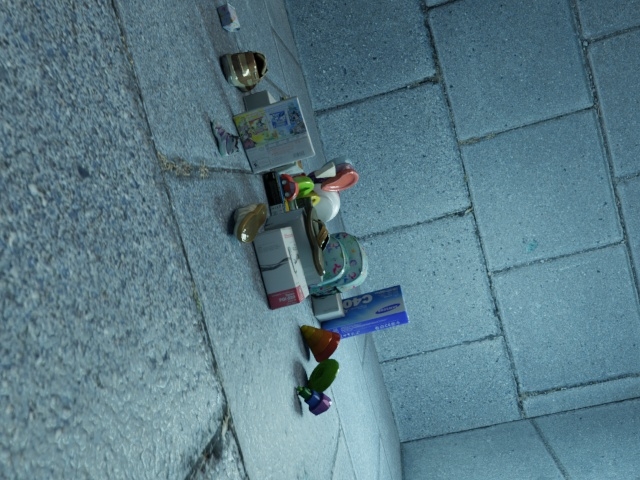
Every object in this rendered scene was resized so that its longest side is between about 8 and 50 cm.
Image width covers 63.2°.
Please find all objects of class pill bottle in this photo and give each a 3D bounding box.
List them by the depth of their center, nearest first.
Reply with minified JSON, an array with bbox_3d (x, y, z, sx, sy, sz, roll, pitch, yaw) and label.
[{"bbox_3d":[-0.001,-0.196,2.363,0.323,0.182,0.181,-87,160,-65],"label":"pill bottle"}]

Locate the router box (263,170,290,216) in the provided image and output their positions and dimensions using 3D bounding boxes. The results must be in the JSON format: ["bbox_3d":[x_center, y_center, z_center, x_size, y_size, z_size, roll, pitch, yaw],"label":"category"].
[{"bbox_3d":[-0.144,-0.137,1.791,0.133,0.046,0.178,33,44,-79],"label":"router box"}]

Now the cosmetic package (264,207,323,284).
[{"bbox_3d":[-0.080,0.027,1.668,0.107,0.127,0.237,-79,155,-67],"label":"cosmetic package"}]

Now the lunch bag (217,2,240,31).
[{"bbox_3d":[-0.304,-0.744,1.748,0.083,0.053,0.071,-27,100,-72],"label":"lunch bag"}]

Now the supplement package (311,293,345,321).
[{"bbox_3d":[0.023,0.221,2.085,0.105,0.105,0.179,59,18,-64],"label":"supplement package"}]

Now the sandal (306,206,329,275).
[{"bbox_3d":[0.000,0.000,1.612,0.090,0.060,0.219,46,33,-69],"label":"sandal"}]

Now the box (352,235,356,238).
[{"bbox_3d":[0.079,0.103,2.282,0.203,0.169,0.166,97,-17,-63],"label":"box"}]

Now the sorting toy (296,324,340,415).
[{"bbox_3d":[-0.025,0.380,1.632,0.126,0.127,0.365,42,22,-16],"label":"sorting toy"}]

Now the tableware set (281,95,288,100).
[{"bbox_3d":[-0.172,-0.664,2.591,0.154,0.024,0.103,-62,141,-79],"label":"tableware set"}]

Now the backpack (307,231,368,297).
[{"bbox_3d":[0.046,0.084,1.957,0.191,0.254,0.225,54,24,-69],"label":"backpack"}]

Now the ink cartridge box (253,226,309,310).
[{"bbox_3d":[-0.112,0.074,1.498,0.158,0.092,0.217,-25,99,-82],"label":"ink cartridge box"}]

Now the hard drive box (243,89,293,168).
[{"bbox_3d":[-0.179,-0.384,1.830,0.181,0.089,0.232,13,64,-81],"label":"hard drive box"}]

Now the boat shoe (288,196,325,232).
[{"bbox_3d":[-0.035,-0.036,2.079,0.335,0.119,0.121,69,11,-46],"label":"boat shoe"}]

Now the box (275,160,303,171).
[{"bbox_3d":[-0.139,-0.350,2.033,0.130,0.091,0.170,14,63,-80],"label":"box"}]

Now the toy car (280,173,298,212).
[{"bbox_3d":[-0.076,-0.096,1.829,0.225,0.053,0.238,65,14,-59],"label":"toy car"}]

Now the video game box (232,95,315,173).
[{"bbox_3d":[-0.140,-0.324,1.599,0.048,0.205,0.187,-96,170,-63],"label":"video game box"}]

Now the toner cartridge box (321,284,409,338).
[{"bbox_3d":[0.177,0.299,2.135,0.165,0.348,0.075,-93,164,-56],"label":"toner cartridge box"}]

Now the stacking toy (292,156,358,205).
[{"bbox_3d":[-0.026,-0.255,2.031,0.279,0.309,0.130,24,44,-66],"label":"stacking toy"}]

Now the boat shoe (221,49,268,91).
[{"bbox_3d":[-0.227,-0.562,1.717,0.324,0.117,0.123,-78,152,-72],"label":"boat shoe"}]

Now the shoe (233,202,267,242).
[{"bbox_3d":[-0.191,-0.047,1.339,0.219,0.058,0.076,-64,159,-71],"label":"shoe"}]

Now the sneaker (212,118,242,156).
[{"bbox_3d":[-0.235,-0.271,1.342,0.038,0.069,0.098,-78,152,-73],"label":"sneaker"}]
